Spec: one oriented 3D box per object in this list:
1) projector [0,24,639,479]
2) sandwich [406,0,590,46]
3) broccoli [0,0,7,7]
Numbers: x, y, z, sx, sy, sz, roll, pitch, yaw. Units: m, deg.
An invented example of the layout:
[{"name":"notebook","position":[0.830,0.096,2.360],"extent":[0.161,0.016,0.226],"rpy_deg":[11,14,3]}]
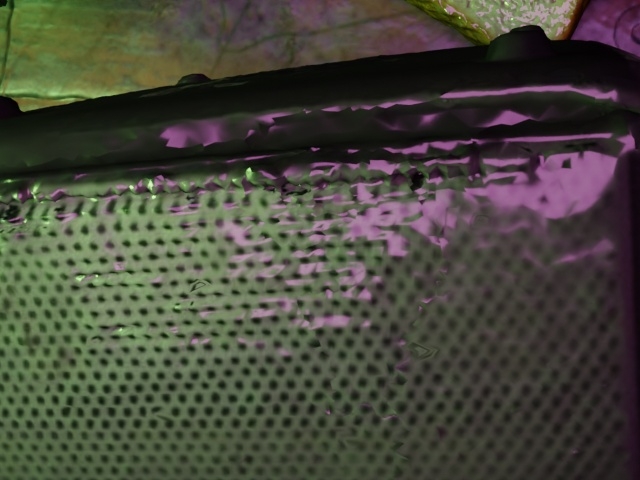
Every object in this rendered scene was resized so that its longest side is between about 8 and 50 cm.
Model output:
[{"name":"projector","position":[0.000,0.000,0.574],"extent":[0.405,0.395,0.242],"rpy_deg":[-3,104,14]},{"name":"sandwich","position":[0.165,-0.263,0.727],"extent":[0.186,0.065,0.215],"rpy_deg":[39,98,12]},{"name":"broccoli","position":[-0.287,-0.320,0.754],"extent":[0.259,0.288,0.235],"rpy_deg":[5,128,15]}]
